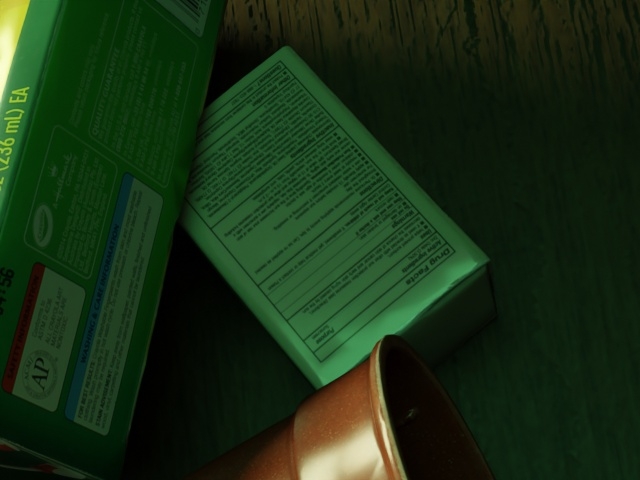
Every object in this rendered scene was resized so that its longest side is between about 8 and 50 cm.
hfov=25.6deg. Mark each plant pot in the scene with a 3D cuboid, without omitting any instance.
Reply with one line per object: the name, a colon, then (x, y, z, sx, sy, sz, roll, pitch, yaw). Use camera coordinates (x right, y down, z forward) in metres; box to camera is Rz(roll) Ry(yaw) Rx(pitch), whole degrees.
plant pot: (-0.016, 0.237, 0.881, 0.265, 0.272, 0.272, -26, 66, 12)

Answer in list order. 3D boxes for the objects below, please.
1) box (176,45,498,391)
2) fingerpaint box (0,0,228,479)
box: (0.000, 0.000, 1.033, 0.148, 0.127, 0.232, -39, 68, -5)
fingerpaint box: (-0.282, -0.063, 1.016, 0.371, 0.163, 0.445, -4, 65, 34)
